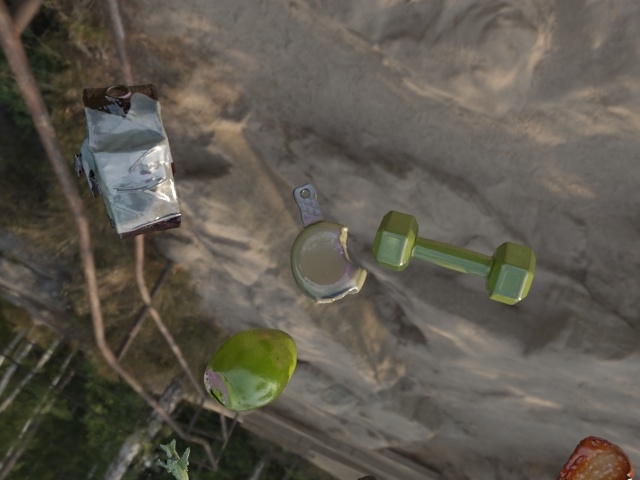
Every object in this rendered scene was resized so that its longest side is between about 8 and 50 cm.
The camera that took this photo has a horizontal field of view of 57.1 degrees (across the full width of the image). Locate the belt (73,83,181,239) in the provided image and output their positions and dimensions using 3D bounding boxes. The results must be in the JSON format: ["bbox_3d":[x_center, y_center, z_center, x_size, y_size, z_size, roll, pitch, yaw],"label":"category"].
[{"bbox_3d":[-0.336,-0.129,1.018,0.164,0.184,0.289,-12,139,-17],"label":"belt"}]

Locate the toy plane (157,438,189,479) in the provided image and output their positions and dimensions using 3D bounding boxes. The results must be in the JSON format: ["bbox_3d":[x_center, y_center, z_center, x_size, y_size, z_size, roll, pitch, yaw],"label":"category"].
[{"bbox_3d":[-0.337,0.519,1.367,0.102,0.111,0.040,-29,167,28],"label":"toy plane"}]

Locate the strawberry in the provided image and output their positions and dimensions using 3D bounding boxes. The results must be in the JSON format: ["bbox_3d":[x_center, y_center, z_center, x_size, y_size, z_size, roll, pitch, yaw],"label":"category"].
[{"bbox_3d":[0.564,0.501,1.242,0.121,0.188,0.082,51,-179,34],"label":"strawberry"}]

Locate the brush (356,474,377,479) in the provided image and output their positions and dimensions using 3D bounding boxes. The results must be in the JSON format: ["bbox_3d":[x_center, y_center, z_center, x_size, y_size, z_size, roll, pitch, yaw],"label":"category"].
[{"bbox_3d":[0.112,0.720,1.404,0.070,0.323,0.051,-1,-178,-16],"label":"brush"}]

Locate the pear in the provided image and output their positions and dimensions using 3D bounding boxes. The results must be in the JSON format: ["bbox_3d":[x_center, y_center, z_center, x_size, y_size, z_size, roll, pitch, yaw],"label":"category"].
[{"bbox_3d":[-0.150,0.295,1.366,0.187,0.220,0.187,21,122,38],"label":"pear"}]

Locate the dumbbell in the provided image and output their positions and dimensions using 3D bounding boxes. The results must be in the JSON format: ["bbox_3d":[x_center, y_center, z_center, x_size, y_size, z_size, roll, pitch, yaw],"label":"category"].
[{"bbox_3d":[0.255,0.032,1.138,0.302,0.121,0.108,17,-161,10],"label":"dumbbell"}]

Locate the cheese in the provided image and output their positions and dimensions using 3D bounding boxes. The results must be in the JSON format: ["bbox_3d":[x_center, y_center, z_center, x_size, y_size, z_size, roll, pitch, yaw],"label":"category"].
[{"bbox_3d":[0.000,0.000,1.337,0.163,0.286,0.082,-17,163,7],"label":"cheese"}]
